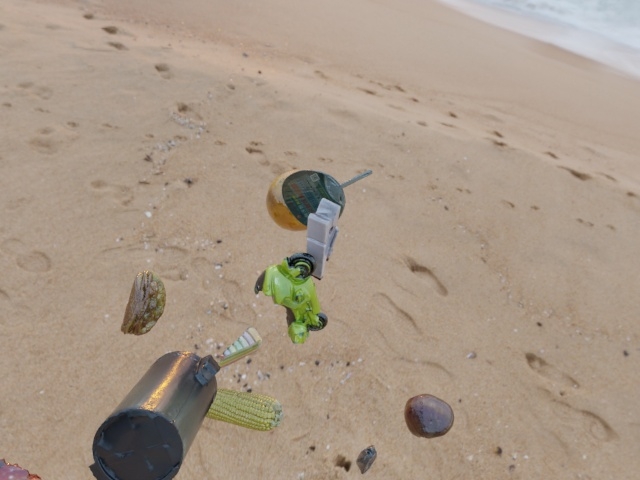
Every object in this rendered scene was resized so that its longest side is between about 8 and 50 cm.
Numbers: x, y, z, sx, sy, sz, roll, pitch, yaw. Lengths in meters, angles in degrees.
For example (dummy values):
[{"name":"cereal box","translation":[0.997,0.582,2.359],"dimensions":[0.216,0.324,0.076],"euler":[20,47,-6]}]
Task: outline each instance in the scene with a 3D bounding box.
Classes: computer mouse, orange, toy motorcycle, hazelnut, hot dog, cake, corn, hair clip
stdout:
[{"name":"computer mouse","translation":[0.149,0.719,1.381],"dimensions":[0.047,0.135,0.079],"euler":[32,51,29]},{"name":"orange","translation":[-0.094,-0.164,1.692],"dimensions":[0.260,0.261,0.261],"euler":[7,43,-7]},{"name":"toy motorcycle","translation":[-0.094,0.188,1.345],"dimensions":[0.205,0.342,0.142],"euler":[-4,35,12]},{"name":"hazelnut","translation":[0.451,0.734,1.739],"dimensions":[0.203,0.178,0.178],"euler":[4,41,13]},{"name":"hot dog","translation":[-0.737,0.265,1.749],"dimensions":[0.122,0.272,0.196],"euler":[19,-1,8]},{"name":"cake","translation":[-0.362,0.500,1.890],"dimensions":[0.090,0.109,0.225],"euler":[37,47,15]},{"name":"corn","translation":[-0.342,0.699,1.742],"dimensions":[0.387,0.144,0.144],"euler":[7,42,12]},{"name":"hair clip","translation":[0.004,0.002,1.302],"dimensions":[0.085,0.331,0.101],"euler":[30,61,11]}]

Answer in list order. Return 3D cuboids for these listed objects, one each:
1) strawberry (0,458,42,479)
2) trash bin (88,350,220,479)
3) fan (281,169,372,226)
[{"name":"strawberry","translation":[-0.552,0.481,0.684],"dimensions":[0.233,0.178,0.234],"euler":[10,60,-17]},{"name":"trash bin","translation":[-0.389,0.427,1.033],"dimensions":[0.203,0.252,0.301],"euler":[55,5,-7]},{"name":"fan","translation":[-0.004,-0.165,1.348],"dimensions":[0.223,0.294,0.012],"euler":[29,33,-12]}]
